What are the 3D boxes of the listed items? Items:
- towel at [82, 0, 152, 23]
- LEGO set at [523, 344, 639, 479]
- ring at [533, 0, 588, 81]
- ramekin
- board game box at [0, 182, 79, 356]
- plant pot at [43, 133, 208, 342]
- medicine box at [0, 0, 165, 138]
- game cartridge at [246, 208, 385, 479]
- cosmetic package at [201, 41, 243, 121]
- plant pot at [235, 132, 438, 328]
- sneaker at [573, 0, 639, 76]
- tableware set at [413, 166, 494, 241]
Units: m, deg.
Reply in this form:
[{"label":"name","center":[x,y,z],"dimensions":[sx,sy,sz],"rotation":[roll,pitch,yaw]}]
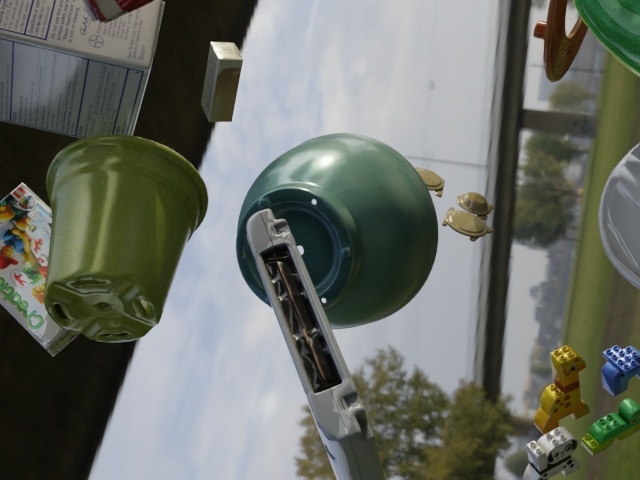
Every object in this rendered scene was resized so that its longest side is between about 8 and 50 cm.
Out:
[{"label":"towel","center":[-0.229,-0.478,1.292],"dimensions":[0.329,0.037,0.237],"rotation":[-37,-63,-26]},{"label":"LEGO set","center":[0.284,0.149,0.935],"dimensions":[0.087,0.227,0.093],"rotation":[48,160,52]},{"label":"ring","center":[0.334,-0.368,1.166],"dimensions":[0.336,0.032,0.336],"rotation":[-53,-26,-42]},{"label":"ramekin","center":[0.548,-0.028,1.313],"dimensions":[0.127,0.273,0.272],"rotation":[30,-113,-52]},{"label":"board game box","center":[-0.542,0.051,1.765],"dimensions":[0.193,0.305,0.053],"rotation":[-45,-18,-16]},{"label":"plant pot","center":[-0.333,0.014,1.493],"dimensions":[0.276,0.276,0.253],"rotation":[81,-171,-49]},{"label":"medicine box","center":[-0.428,-0.302,1.509],"dimensions":[0.263,0.290,0.149],"rotation":[129,149,-60]},{"label":"game cartridge","center":[-0.007,0.131,1.030],"dimensions":[0.198,0.062,0.297],"rotation":[82,167,-53]},{"label":"cosmetic package","center":[-0.158,-0.252,1.468],"dimensions":[0.060,0.041,0.115],"rotation":[-116,32,-44]},{"label":"plant pot","center":[0.000,0.000,1.302],"dimensions":[0.196,0.293,0.292],"rotation":[-24,-59,-66]},{"label":"sneaker","center":[0.264,-0.116,0.509],"dimensions":[0.109,0.295,0.123],"rotation":[-55,-38,7]},{"label":"tableware set","center":[0.184,-0.055,1.368],"dimensions":[0.141,0.169,0.020],"rotation":[-48,-20,-55]}]
